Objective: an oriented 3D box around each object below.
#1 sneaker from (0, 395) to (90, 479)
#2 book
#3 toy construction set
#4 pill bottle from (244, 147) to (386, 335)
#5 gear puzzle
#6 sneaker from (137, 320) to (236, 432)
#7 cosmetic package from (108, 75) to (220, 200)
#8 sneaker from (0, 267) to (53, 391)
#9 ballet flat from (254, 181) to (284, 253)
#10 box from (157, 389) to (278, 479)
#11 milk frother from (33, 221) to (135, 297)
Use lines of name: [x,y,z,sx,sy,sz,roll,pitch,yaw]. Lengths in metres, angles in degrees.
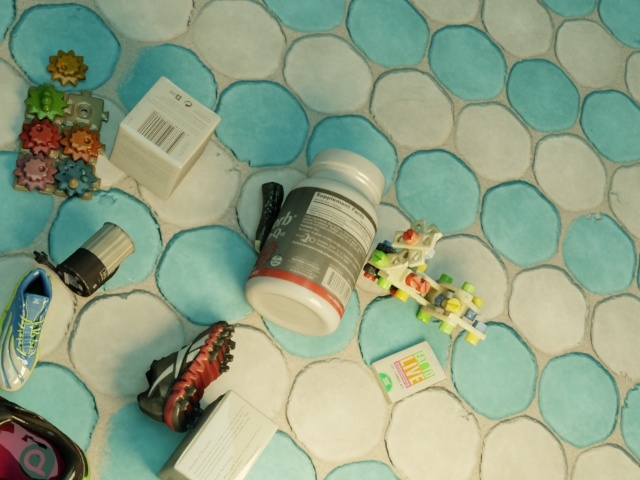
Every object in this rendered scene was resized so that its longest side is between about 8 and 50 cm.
sneaker: [-0.613,0.311,1.548,0.483,0.202,0.185,25,64,-11]
book: [0.191,0.288,1.965,0.144,0.035,0.096,-20,76,-24]
toy construction set: [0.220,0.088,1.922,0.151,0.215,0.327,-47,130,-13]
pill bottle: [0.000,0.000,1.892,0.210,0.210,0.362,28,63,-10]
gear puzzle: [-0.530,-0.252,1.870,0.176,0.044,0.338,9,69,-18]
sneaker: [-0.263,0.251,1.756,0.135,0.097,0.276,7,40,21]
cosmetic package: [-0.324,-0.208,1.855,0.151,0.184,0.151,36,63,-5]
sneaker: [-0.556,0.156,1.668,0.091,0.126,0.240,13,67,-16]
ballet flat: [-0.118,-0.048,1.963,0.049,0.057,0.173,1,64,23]
box: [-0.196,0.396,1.690,0.119,0.181,0.182,38,63,-4]
milk frother: [-0.464,0.025,1.752,0.143,0.129,0.134,42,56,-1]
